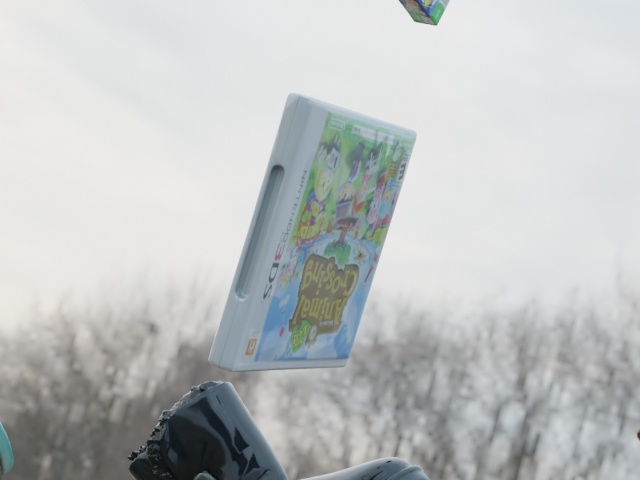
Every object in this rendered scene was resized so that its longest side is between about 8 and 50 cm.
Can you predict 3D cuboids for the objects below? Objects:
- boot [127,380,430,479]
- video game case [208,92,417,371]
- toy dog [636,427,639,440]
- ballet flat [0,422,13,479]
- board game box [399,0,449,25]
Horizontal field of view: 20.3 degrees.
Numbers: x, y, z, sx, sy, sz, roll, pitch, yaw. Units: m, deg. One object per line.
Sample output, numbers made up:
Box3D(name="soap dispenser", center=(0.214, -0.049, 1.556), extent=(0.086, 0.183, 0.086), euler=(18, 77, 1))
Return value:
Box3D(name="boot", center=(-0.046, 0.203, 1.559), extent=(0.094, 0.246, 0.207), euler=(3, 49, -57))
Box3D(name="video game case", center=(0.000, 0.000, 1.295), extent=(0.023, 0.193, 0.212), euler=(19, 4, 22))
Box3D(name="toy dog", center=(0.294, 0.295, 1.551), extent=(0.161, 0.334, 0.220), euler=(29, -16, 33))
Box3D(name="ballet flat", center=(-0.249, 0.040, 0.834), extent=(0.164, 0.182, 0.483), euler=(40, -29, 16))
Box3D(name="board game box", center=(0.129, -0.355, 1.950), extent=(0.035, 0.201, 0.136), euler=(16, -17, 36))
